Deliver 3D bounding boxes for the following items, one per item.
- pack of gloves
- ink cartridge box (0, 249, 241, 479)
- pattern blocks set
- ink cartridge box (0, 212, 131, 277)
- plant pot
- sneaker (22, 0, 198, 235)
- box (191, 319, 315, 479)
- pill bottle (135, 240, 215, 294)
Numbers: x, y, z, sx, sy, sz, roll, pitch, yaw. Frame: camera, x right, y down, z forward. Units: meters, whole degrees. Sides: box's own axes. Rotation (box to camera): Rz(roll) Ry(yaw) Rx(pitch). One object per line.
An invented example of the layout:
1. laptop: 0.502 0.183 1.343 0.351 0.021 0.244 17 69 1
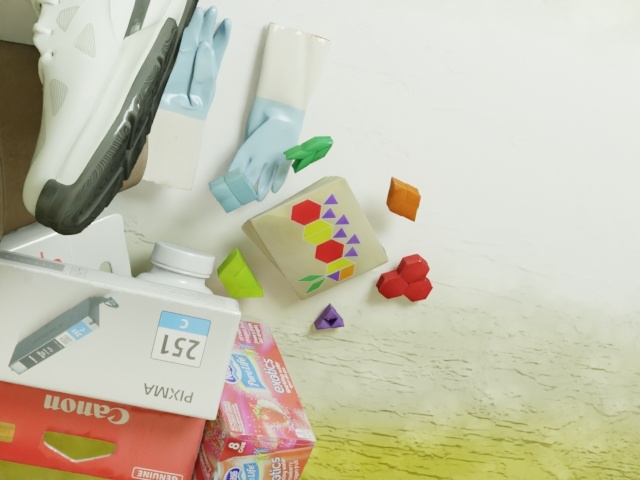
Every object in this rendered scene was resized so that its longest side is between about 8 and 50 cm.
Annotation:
1. pack of gloves: -0.116 -0.169 1.252 0.195 0.046 0.232 14 105 -16
2. ink cartridge box: -0.266 0.168 1.176 0.297 0.066 0.261 13 100 -11
3. pattern blocks set: 0.000 0.000 1.330 0.286 0.026 0.324 -19 132 2
4. ink cartridge box: -0.415 0.085 1.244 0.354 0.119 0.207 -23 125 -32
5. plant pot: -0.327 -0.122 1.143 0.229 0.263 0.263 -9 121 -26
6. sneaker: -0.272 -0.230 1.021 0.258 0.447 0.169 19 154 -7
7. box: -0.113 0.224 1.330 0.123 0.257 0.128 12 117 -25
8. pill bottle: -0.199 0.104 1.294 0.108 0.108 0.193 14 93 -16
